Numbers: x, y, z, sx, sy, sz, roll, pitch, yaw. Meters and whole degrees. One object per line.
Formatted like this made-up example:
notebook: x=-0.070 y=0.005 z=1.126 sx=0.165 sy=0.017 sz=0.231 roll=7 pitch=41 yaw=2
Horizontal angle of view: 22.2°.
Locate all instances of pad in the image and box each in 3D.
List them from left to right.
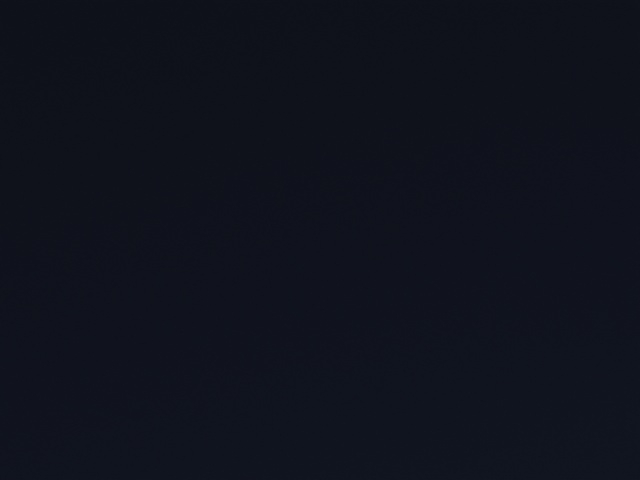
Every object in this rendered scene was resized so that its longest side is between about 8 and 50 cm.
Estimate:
pad: x=0.005 y=-0.079 z=0.415 sx=0.315 sy=0.375 sz=0.063 roll=8 pitch=154 yaw=-11
